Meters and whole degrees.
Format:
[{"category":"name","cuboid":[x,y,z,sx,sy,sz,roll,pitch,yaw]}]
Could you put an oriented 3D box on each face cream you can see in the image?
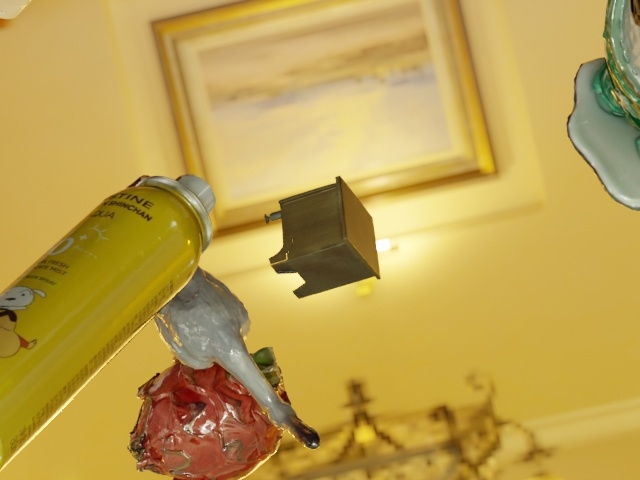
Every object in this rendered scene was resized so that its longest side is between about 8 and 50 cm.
[{"category":"face cream","cuboid":[-0.198,0.052,1.538,0.105,0.105,0.349,-9,-153,42]}]

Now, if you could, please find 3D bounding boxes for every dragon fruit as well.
[{"category":"dragon fruit","cuboid":[-0.128,0.207,2.205,0.209,0.172,0.172,-26,-177,7]}]

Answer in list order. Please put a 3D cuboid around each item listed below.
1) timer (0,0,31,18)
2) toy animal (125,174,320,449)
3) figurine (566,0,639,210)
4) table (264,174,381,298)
[{"category":"timer","cuboid":[-0.366,-0.353,1.884,0.192,0.195,0.194,15,174,-17]},{"category":"toy animal","cuboid":[-0.119,0.086,1.908,0.090,0.324,0.195,-35,180,-7]},{"category":"figurine","cuboid":[0.383,-0.190,1.771,0.231,0.324,0.340,-25,163,-28]},{"category":"table","cuboid":[0.000,0.000,1.723,0.082,0.070,0.083,-17,147,16]}]
